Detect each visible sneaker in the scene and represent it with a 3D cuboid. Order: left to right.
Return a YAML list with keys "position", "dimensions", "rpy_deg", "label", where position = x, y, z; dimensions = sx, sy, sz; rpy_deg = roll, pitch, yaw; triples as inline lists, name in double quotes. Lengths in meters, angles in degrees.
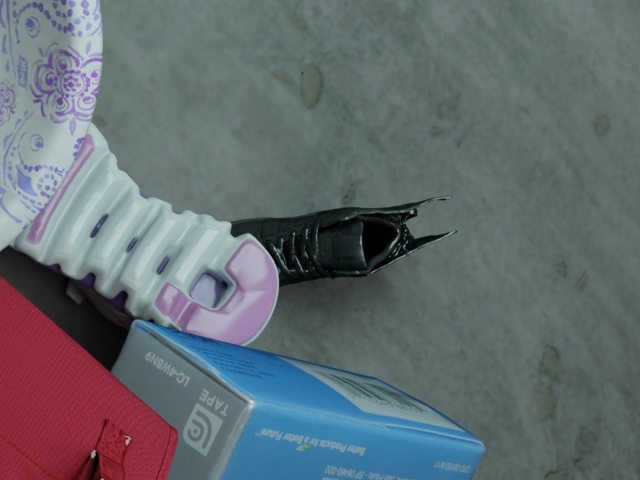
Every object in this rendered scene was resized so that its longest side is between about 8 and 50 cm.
- position: [-0.141, -0.003, 1.203]
  dimensions: [0.236, 0.104, 0.095]
  rpy_deg: [36, 70, -3]
  label: "sneaker"
- position: [0.000, 0.003, 1.289]
  dimensions: [0.170, 0.089, 0.051]
  rpy_deg: [-14, 96, -32]
  label: "sneaker"

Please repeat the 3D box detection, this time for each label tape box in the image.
- position: [-0.073, 0.238, 1.160]
  dimensions: [0.249, 0.115, 0.347]
  rpy_deg: [18, 102, -53]
  label: "label tape box"

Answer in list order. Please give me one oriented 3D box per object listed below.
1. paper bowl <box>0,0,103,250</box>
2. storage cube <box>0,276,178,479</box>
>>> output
- position: [-0.274, -0.114, 1.058]
  dimensions: [0.284, 0.148, 0.284]
  rpy_deg: [-8, 109, -23]
  label: "paper bowl"
- position: [-0.216, 0.134, 0.969]
  dimensions: [0.193, 0.215, 0.183]
  rpy_deg: [44, 34, -21]
  label: "storage cube"
